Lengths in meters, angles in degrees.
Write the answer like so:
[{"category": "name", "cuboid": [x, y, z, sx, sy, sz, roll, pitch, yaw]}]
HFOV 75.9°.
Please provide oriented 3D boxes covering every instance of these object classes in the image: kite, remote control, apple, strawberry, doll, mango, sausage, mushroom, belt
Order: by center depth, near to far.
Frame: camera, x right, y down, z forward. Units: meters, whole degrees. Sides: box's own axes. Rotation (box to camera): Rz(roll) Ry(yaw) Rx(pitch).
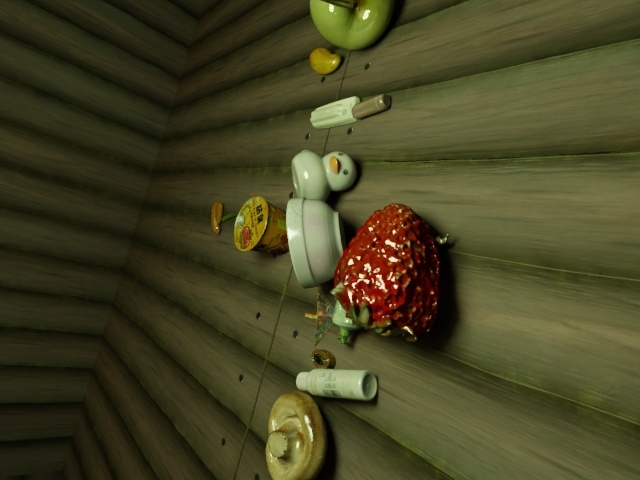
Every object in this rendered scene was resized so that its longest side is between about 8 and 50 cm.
[{"category": "strawberry", "cuboid": [0.191, 0.072, 1.028, 0.292, 0.292, 0.343, 17, 74, 50]}, {"category": "mushroom", "cuboid": [-0.076, 0.587, 1.203, 0.278, 0.146, 0.278, -30, 51, 47]}, {"category": "belt", "cuboid": [0.007, 0.371, 1.274, 0.083, 0.036, 0.059, 15, 89, 50]}, {"category": "kite", "cuboid": [0.001, 0.249, 1.347, 0.159, 0.010, 0.189, -16, 63, 45]}, {"category": "doll", "cuboid": [0.013, -0.217, 1.393, 0.251, 0.221, 0.220, 120, 156, -73]}, {"category": "apple", "cuboid": [0.108, -0.818, 1.420, 0.292, 0.292, 0.254, -49, 22, 25]}, {"category": "remote control", "cuboid": [0.051, -0.474, 1.532, 0.230, 0.049, 0.090, 4, 82, 48]}, {"category": "mango", "cuboid": [0.015, -0.720, 1.650, 0.190, 0.075, 0.098, 37, 113, 42]}, {"category": "sausage", "cuboid": [-0.516, -0.115, 2.040, 0.062, 0.054, 0.183, 135, 138, -69]}]

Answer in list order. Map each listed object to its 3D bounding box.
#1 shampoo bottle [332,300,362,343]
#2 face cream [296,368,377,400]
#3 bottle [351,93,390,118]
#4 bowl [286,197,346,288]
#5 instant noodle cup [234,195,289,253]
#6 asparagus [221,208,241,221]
[{"category": "shampoo bottle", "cuboid": [0.091, 0.187, 1.204, 0.118, 0.087, 0.234, -1, 75, 67]}, {"category": "face cream", "cuboid": [0.036, 0.412, 1.183, 0.269, 0.082, 0.081, -16, 65, 42]}, {"category": "bottle", "cuboid": [0.169, -0.451, 1.386, 0.140, 0.053, 0.053, -4, 73, 49]}, {"category": "bowl", "cuboid": [0.000, 0.000, 1.274, 0.144, 0.287, 0.286, -9, 64, 8]}, {"category": "instant noodle cup", "cuboid": [-0.202, -0.044, 1.561, 0.216, 0.172, 0.215, -20, 61, 42]}, {"category": "asparagus", "cuboid": [-0.397, -0.125, 1.932, 0.249, 0.024, 0.025, -14, 108, 45]}]
